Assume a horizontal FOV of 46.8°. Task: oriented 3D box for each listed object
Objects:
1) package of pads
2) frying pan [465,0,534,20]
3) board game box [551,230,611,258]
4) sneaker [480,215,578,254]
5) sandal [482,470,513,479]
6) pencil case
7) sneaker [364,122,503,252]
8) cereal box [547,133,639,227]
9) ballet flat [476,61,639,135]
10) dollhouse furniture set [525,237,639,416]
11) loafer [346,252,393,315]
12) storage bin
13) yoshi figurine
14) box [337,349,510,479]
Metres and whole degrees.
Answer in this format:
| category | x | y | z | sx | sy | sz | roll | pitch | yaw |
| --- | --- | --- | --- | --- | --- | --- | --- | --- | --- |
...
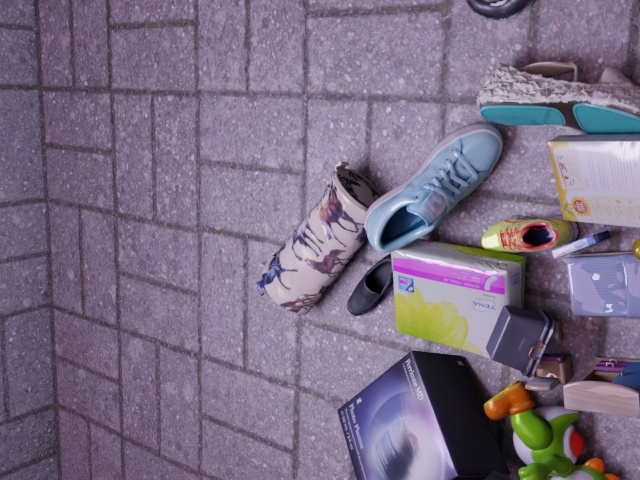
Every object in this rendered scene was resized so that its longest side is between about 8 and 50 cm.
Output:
| category | x | y | z | sx | sy | sz | roll | pitch | yaw |
| --- | --- | --- | --- | --- | --- | --- | --- | --- | --- |
| package of pads | 0.301 | 0.129 | 1.635 | 0.297 | 0.101 | 0.229 | 11 | 118 | 37 |
| frying pan | 0.414 | -0.522 | 1.487 | 0.326 | 0.053 | 0.197 | 36 | 119 | 31 |
| board game box | 0.519 | 0.008 | 1.471 | 0.090 | 0.090 | 0.020 | -28 | 78 | 37 |
| sneaker | 0.421 | -0.011 | 1.543 | 0.208 | 0.094 | 0.081 | -13 | 92 | 40 |
| sandal | 0.405 | 0.657 | 1.558 | 0.167 | 0.107 | 0.445 | 23 | 145 | 51 |
| pencil case | 0.000 | 0.000 | 1.835 | 0.183 | 0.160 | 0.410 | 42 | 123 | 7 |
| sneaker | 0.250 | -0.093 | 1.581 | 0.135 | 0.150 | 0.366 | 38 | 113 | -21 |
| cereal box | 0.550 | -0.113 | 1.382 | 0.240 | 0.047 | 0.173 | 11 | 123 | 54 |
| ballet flat | 0.495 | -0.279 | 1.420 | 0.409 | 0.147 | 0.147 | 17 | 109 | 34 |
| dollhouse furniture set | 0.515 | 0.151 | 1.433 | 0.286 | 0.198 | 0.303 | -3 | 96 | 38 |
| loafer | 0.128 | 0.108 | 1.806 | 0.076 | 0.078 | 0.223 | 52 | 125 | 19 |
| storage bin | 0.399 | 0.201 | 1.496 | 0.091 | 0.098 | 0.135 | 16 | 107 | -5 |
| yoshi figurine | 0.464 | 0.488 | 1.552 | 0.362 | 0.204 | 0.203 | 54 | 144 | 16 |
| box | 0.219 | 0.449 | 1.672 | 0.294 | 0.183 | 0.296 | -46 | 47 | 34 |
